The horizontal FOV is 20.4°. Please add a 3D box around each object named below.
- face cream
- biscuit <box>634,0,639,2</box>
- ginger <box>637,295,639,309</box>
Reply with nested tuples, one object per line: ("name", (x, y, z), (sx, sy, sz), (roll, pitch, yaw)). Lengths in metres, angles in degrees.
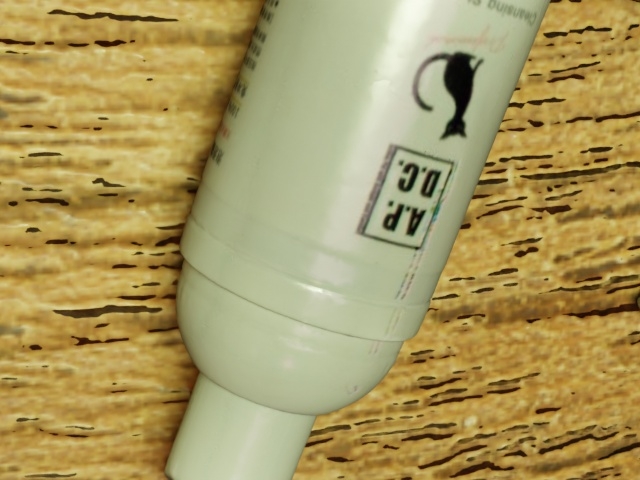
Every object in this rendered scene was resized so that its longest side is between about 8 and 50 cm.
("face cream", (0.000, 0.000, 0.969), (0.145, 0.145, 0.369), (14, 103, -24))
("biscuit", (0.216, -0.261, 1.016), (0.262, 0.037, 0.262), (-7, 111, -17))
("ginger", (0.291, -0.092, 1.060), (0.166, 0.080, 0.333), (-16, 128, -27))
